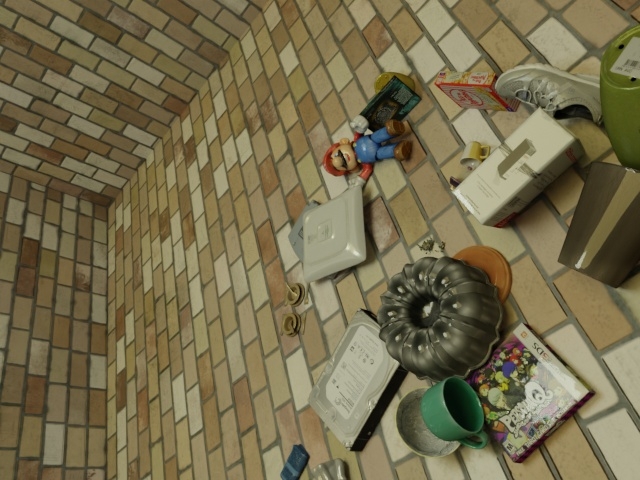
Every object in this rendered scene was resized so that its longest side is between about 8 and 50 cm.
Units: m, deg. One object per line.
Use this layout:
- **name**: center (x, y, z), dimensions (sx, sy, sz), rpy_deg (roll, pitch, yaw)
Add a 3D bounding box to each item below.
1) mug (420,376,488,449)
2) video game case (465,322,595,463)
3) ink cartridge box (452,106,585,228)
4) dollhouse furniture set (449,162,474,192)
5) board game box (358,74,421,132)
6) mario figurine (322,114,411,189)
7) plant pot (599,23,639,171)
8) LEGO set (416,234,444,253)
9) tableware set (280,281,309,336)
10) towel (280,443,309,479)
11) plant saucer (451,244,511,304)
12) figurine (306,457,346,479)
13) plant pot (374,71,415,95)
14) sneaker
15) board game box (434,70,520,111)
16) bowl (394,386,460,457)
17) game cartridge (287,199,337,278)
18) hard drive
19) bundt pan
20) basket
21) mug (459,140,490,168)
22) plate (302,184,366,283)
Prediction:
- **mug**: center (0.299, 0.405, 1.201), dimensions (0.097, 0.129, 0.158), rpy_deg (-44, 48, 39)
- **video game case**: center (0.454, 0.341, 1.183), dimensions (0.232, 0.042, 0.210), rpy_deg (-53, 41, 17)
- **ink cartridge box**: center (0.476, -0.163, 1.251), dimensions (0.273, 0.197, 0.114), rpy_deg (-46, 67, 22)
- **dollhouse furniture set**: center (0.428, -0.155, 1.448), dimensions (0.114, 0.091, 0.081), rpy_deg (39, 83, 21)
- **board game box**: center (0.224, -0.435, 1.723), dimensions (0.186, 0.126, 0.026), rpy_deg (-44, 37, 24)
- **mario figurine**: center (0.128, -0.282, 1.730), dimensions (0.320, 0.170, 0.198), rpy_deg (-15, 64, 42)
- **plant pot**: center (0.677, -0.288, 1.030), dimensions (0.274, 0.293, 0.275), rpy_deg (-22, 58, 40)
- **LEGO set**: center (0.318, 0.017, 1.501), dimensions (0.083, 0.023, 0.054), rpy_deg (28, 97, 37)
- **tableware set**: center (-0.103, 0.240, 1.842), dimensions (0.128, 0.039, 0.194), rpy_deg (-13, 64, 44)
- **towel**: center (-0.082, 0.697, 1.619), dimensions (0.067, 0.029, 0.119), rpy_deg (31, 96, 49)
- **plant saucer**: center (0.394, 0.105, 1.360), dimensions (0.200, 0.037, 0.200), rpy_deg (-23, 56, 40)
- **figurine**: center (0.016, 0.753, 1.455), dimensions (0.215, 0.092, 0.209), rpy_deg (-46, 53, 24)
- **plant pot**: center (0.237, -0.515, 1.769), dimensions (0.134, 0.095, 0.134), rpy_deg (-23, 56, 40)
- **sneaker**: center (0.560, -0.352, 1.273), dimensions (0.281, 0.105, 0.115), rpy_deg (17, 77, 31)
- **board game box**: center (0.438, -0.419, 1.465), dimensions (0.193, 0.146, 0.045), rpy_deg (25, 91, 51)
- **bowl**: center (0.264, 0.456, 1.288), dimensions (0.080, 0.170, 0.170), rpy_deg (90, 169, -54)
- **game cartridge**: center (0.000, 0.000, 1.830), dimensions (0.297, 0.062, 0.198), rpy_deg (44, 110, 48)
- **hard drive**: center (0.112, 0.397, 1.518), dimensions (0.237, 0.064, 0.339), rpy_deg (38, 102, 49)
- **bundt pan**: center (0.277, 0.184, 1.312), dimensions (0.330, 0.124, 0.331), rpy_deg (-20, 57, 35)
- **basket**: center (0.612, -0.028, 1.100), dimensions (0.204, 0.154, 0.227), rpy_deg (36, 104, 50)
- **mug**: center (0.435, -0.241, 1.465), dimensions (0.078, 0.062, 0.064), rpy_deg (11, 70, 19)
- **plate**: center (0.029, -0.024, 1.736), dimensions (0.278, 0.045, 0.277), rpy_deg (-25, 56, 39)
